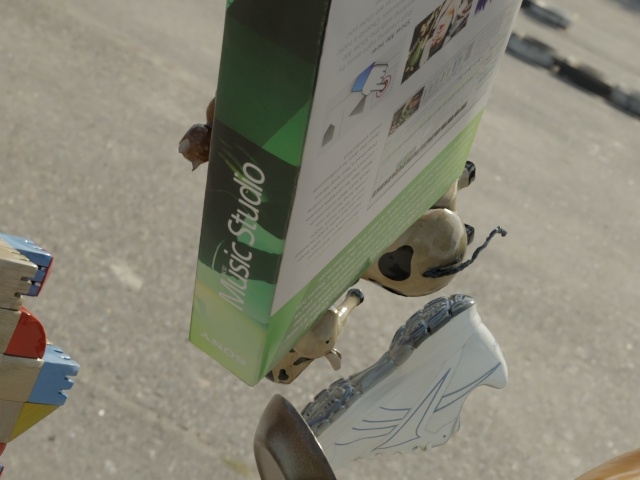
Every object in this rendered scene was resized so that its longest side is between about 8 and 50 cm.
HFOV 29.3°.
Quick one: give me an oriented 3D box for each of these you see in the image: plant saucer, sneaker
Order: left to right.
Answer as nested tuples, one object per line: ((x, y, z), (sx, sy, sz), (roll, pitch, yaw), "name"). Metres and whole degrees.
((-0.016, 0.235, 1.094), (0.036, 0.199, 0.198), (-22, 38, -17), "plant saucer")
((0.080, 0.191, 1.343), (0.129, 0.297, 0.111), (51, 3, -12), "sneaker")

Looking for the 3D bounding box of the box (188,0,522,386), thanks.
((0.031, -0.091, 0.650), (0.058, 0.322, 0.232), (33, 52, 18), "box")

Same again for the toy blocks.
((-0.369, 0.134, 1.221), (0.190, 0.381, 0.261), (29, 9, 40), "toy blocks")

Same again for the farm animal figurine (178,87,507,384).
((0.000, 0.000, 1.133), (0.326, 0.330, 0.172), (0, 30, 34), "farm animal figurine")

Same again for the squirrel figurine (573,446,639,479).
((0.255, 0.122, 0.438), (0.397, 0.370, 0.281), (2, 38, -24), "squirrel figurine")
